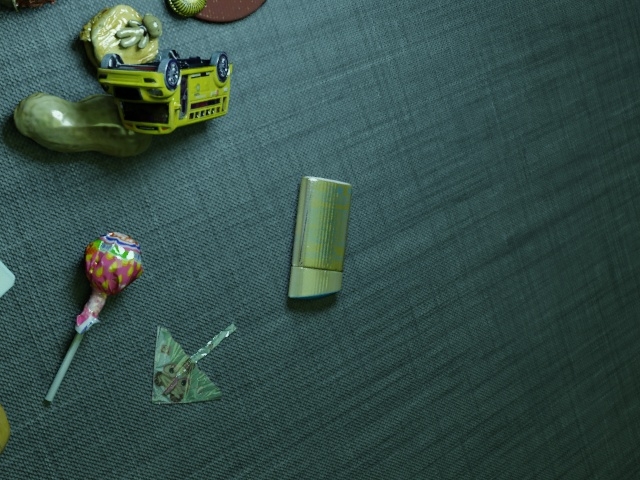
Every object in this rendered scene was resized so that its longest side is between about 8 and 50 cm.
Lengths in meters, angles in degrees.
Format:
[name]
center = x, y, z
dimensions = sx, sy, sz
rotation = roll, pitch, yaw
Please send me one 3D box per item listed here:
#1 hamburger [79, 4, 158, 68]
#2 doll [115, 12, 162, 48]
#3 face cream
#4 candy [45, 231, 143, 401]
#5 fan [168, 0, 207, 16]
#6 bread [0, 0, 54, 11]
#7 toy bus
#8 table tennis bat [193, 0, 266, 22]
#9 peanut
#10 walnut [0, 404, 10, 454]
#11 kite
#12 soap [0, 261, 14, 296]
[hamburger]
center = -0.409, -0.401, 1.808
dimensions = 0.147, 0.083, 0.138
rotation = 47, 63, -26
[doll]
center = -0.361, -0.416, 1.779
dimensions = 0.093, 0.051, 0.062
rotation = -25, 109, -7
[face cream]
center = 0.000, 0.000, 2.084
dimensions = 0.139, 0.067, 0.285
rotation = 8, 86, -31
[candy]
center = -0.471, 0.154, 1.790
dimensions = 0.124, 0.124, 0.365
rotation = 27, 88, -30
[fan]
center = -0.252, -0.538, 1.886
dimensions = 0.155, 0.039, 0.082
rotation = -41, 113, -20
[bread]
center = -0.564, -0.548, 1.681
dimensions = 0.211, 0.142, 0.224
rotation = -4, 94, -17
[toy bus]
center = -0.297, -0.295, 1.751
dimensions = 0.331, 0.145, 0.151
rotation = -36, 132, -66
[table tennis bat]
center = -0.181, -0.628, 1.964
dimensions = 0.414, 0.051, 0.268
rotation = -19, 102, -29
[peanut]
center = -0.466, -0.234, 1.760
dimensions = 0.274, 0.111, 0.125
rotation = 4, 85, -32
[walnut]
center = -0.680, 0.341, 1.607
dimensions = 0.221, 0.195, 0.195
rotation = 34, 74, -20
[kite]
center = -0.281, 0.265, 1.952
dimensions = 0.250, 0.012, 0.229
rotation = -44, 114, -24
[soap]
center = -0.681, 0.042, 1.661
dimensions = 0.119, 0.066, 0.198
rotation = -46, 114, -20
